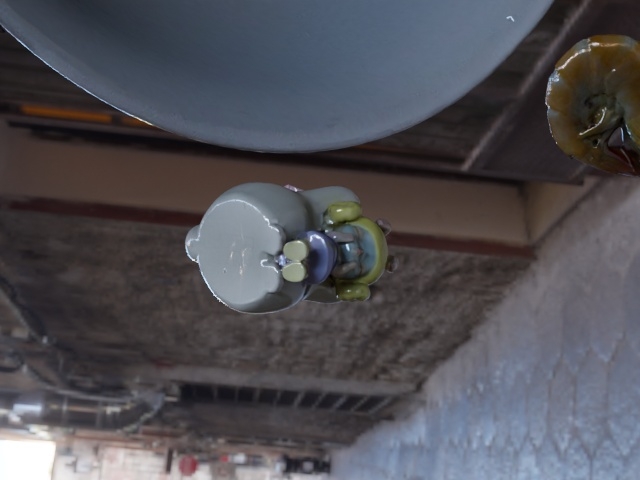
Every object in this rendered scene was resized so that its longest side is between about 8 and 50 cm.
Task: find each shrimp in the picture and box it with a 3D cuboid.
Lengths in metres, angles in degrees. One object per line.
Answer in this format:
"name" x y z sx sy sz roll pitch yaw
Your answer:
"shrimp" 0.384 -0.125 1.202 0.287 0.152 0.063 55 -166 -18

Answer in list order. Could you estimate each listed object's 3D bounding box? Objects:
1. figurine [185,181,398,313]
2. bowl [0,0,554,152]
"figurine" 0.000 0.000 0.954 0.235 0.155 0.127 -9 -90 -51
"bowl" -0.039 -0.216 0.399 0.157 0.345 0.346 22 109 55
